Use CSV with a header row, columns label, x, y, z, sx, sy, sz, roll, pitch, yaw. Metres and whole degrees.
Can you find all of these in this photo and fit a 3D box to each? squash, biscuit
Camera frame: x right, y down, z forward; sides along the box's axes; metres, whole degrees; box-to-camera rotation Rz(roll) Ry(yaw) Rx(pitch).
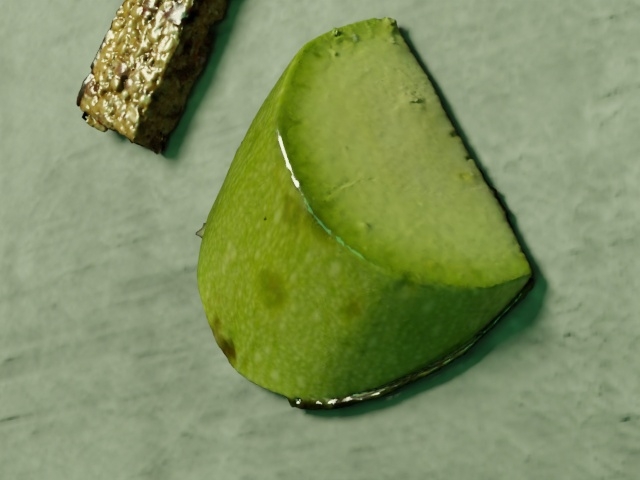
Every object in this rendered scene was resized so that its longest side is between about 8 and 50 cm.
label,x,y,z,sx,sy,sz,roll,pitch,yaw
squash,-0.011,-0.006,0.743,0.184,0.085,0.192,-38,61,21
biscuit,-0.083,-0.151,0.850,0.064,0.034,0.199,28,98,35
